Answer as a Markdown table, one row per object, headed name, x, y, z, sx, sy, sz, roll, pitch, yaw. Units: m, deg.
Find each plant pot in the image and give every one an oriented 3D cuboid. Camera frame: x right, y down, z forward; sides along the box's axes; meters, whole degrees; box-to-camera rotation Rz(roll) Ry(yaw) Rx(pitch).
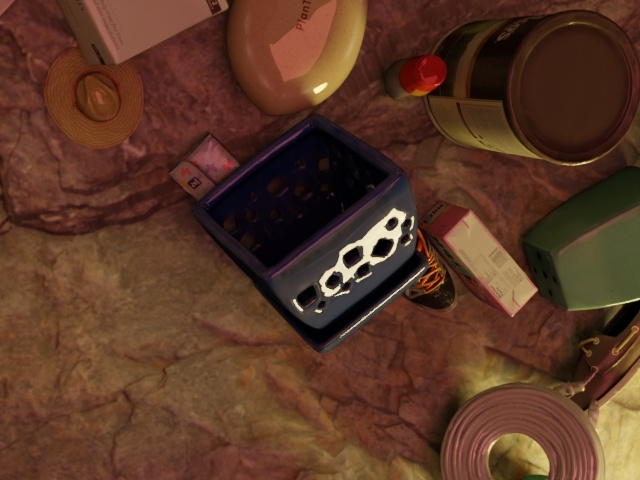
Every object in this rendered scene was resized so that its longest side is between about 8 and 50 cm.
| name | x | y | z | sx | sy | sz | roll | pitch | yaw |
| --- | --- | --- | --- | --- | --- | --- | --- | --- | --- |
| plant pot | 0.000 | 0.000 | 1.367 | 0.236 | 0.236 | 0.212 | -38 | 131 | -10 |
| plant pot | 0.458 | 0.010 | 1.570 | 0.234 | 0.165 | 0.166 | -24 | 106 | -10 |

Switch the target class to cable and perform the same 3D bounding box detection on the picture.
| name | x | y | z | sx | sy | sz | roll | pitch | yaw |
| --- | --- | --- | --- | --- | --- | --- | --- | --- | --- |
| cable | 0.317 | 0.353 | 1.554 | 0.257 | 0.089 | 0.257 | -6 | 79 | 16 |

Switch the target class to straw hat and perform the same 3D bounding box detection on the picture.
| name | x | y | z | sx | sy | sz | roll | pitch | yaw |
| --- | --- | --- | --- | --- | --- | --- | --- | --- | --- |
| straw hat | -0.300 | -0.194 | 1.334 | 0.144 | 0.061 | 0.145 | -3 | 101 | -17 |

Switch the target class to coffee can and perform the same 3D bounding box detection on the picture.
| name | x | y | z | sx | sy | sz | roll | pitch | yaw |
| --- | --- | --- | --- | --- | --- | --- | --- | --- | --- |
| coffee can | 0.291 | -0.220 | 1.409 | 0.201 | 0.275 | 0.202 | -3 | 100 | -18 |

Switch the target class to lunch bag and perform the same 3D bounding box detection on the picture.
| name | x | y | z | sx | sy | sz | roll | pitch | yaw |
| --- | --- | --- | --- | --- | --- | --- | --- | --- | --- |
| lunch bag | -0.163 | -0.101 | 1.401 | 0.083 | 0.053 | 0.071 | -43 | 109 | 3 |

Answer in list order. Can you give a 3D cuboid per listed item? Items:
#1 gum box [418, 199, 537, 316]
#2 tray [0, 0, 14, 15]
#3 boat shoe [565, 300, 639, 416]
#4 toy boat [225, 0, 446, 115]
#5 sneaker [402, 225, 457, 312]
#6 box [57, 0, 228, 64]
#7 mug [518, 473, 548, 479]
| name | x | y | z | sx | sy | sz | roll | pitch | yaw |
| --- | --- | --- | --- | --- | --- | --- | --- | --- | --- |
| gum box | 0.244 | 0.030 | 1.528 | 0.062 | 0.107 | 0.188 | -45 | 110 | -6 |
| tray | -0.432 | -0.382 | 1.273 | 0.145 | 0.030 | 0.270 | 44 | 85 | -21 |
| boat shoe | 0.488 | 0.179 | 1.636 | 0.324 | 0.116 | 0.097 | -43 | 91 | -1 |
| toy boat | 0.023 | -0.278 | 1.396 | 0.318 | 0.148 | 0.268 | 22 | 87 | -13 |
| sneaker | 0.144 | 0.033 | 1.510 | 0.084 | 0.083 | 0.215 | -43 | 111 | -8 |
| box | -0.246 | -0.344 | 1.269 | 0.182 | 0.119 | 0.181 | -33 | 114 | -23 |
| mug | 0.373 | 0.471 | 1.655 | 0.129 | 0.097 | 0.158 | -26 | 107 | -13 |
